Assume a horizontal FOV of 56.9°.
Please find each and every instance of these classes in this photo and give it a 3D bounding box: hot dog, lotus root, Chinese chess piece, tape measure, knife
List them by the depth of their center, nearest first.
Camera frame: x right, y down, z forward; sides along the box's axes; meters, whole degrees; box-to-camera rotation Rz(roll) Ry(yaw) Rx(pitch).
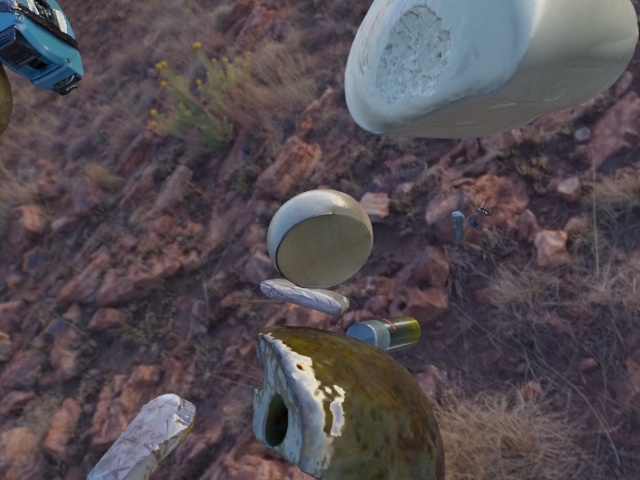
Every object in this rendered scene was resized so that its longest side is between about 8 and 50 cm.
[{"bbox_3d":[0.058,0.218,0.693,0.141,0.314,0.210,-9,61,48],"label":"lotus root"},{"bbox_3d":[-0.362,-0.262,0.725,0.080,0.146,0.125,-22,77,10],"label":"tape measure"},{"bbox_3d":[-0.333,0.389,1.090,0.131,0.069,0.253,-1,35,35],"label":"hot dog"},{"bbox_3d":[0.000,0.000,1.376,0.249,0.250,0.103,-32,41,14],"label":"Chinese chess piece"},{"bbox_3d":[0.333,-0.031,1.422,0.028,0.210,0.015,-9,71,11],"label":"knife"}]

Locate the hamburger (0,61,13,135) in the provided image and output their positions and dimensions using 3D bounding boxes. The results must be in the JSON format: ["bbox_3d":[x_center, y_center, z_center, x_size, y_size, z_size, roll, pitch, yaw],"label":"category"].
[{"bbox_3d":[-0.491,-0.235,0.702,0.211,0.309,0.132,18,62,44],"label":"hamburger"}]

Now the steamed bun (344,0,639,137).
[{"bbox_3d":[0.286,-0.353,1.066,0.455,0.371,0.290,-9,87,55],"label":"steamed bun"}]

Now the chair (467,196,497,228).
[{"bbox_3d":[0.432,-0.073,1.574,0.037,0.042,0.086,47,122,36],"label":"chair"}]

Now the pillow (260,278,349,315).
[{"bbox_3d":[-0.039,0.158,1.682,0.270,0.173,0.067,13,91,20],"label":"pillow"}]

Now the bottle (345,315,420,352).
[{"bbox_3d":[0.152,0.223,1.385,0.082,0.286,0.082,-2,86,28],"label":"bottle"}]
